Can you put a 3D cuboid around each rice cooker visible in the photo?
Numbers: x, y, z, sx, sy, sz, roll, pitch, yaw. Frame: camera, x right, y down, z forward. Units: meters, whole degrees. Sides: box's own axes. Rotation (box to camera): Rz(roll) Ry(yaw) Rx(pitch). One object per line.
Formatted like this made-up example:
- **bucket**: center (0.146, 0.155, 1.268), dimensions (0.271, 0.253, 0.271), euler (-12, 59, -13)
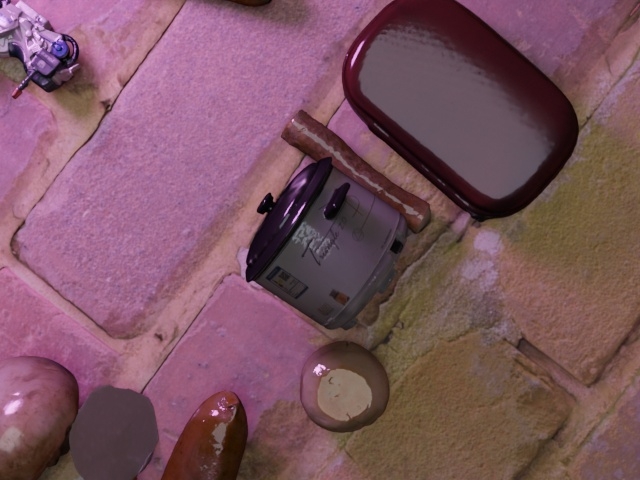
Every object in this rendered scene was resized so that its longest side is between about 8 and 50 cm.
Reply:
- **rice cooker**: center (0.000, 0.000, 1.350), dimensions (0.227, 0.280, 0.241), euler (34, 59, -7)

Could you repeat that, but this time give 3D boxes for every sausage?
- **sausage**: center (-0.232, 0.488, 1.423), dimensions (0.123, 0.136, 0.501), euler (17, 89, -25)

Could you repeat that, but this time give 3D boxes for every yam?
- **yam**: center (0.063, -0.114, 1.438), dimensions (0.299, 0.066, 0.066), euler (37, 92, 0)

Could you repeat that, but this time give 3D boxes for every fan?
- **fan**: center (-0.353, 0.399, 1.401), dimensions (0.010, 0.182, 0.310), euler (-9, 69, 40)

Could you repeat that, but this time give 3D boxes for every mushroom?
- **mushroom**: center (-0.514, 0.309, 1.397), dimensions (0.255, 0.184, 0.255), euler (-14, 59, 24)

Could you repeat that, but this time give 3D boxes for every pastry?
- **pastry**: center (0.039, 0.251, 1.431), dimensions (0.156, 0.092, 0.156), euler (0, 84, -2)

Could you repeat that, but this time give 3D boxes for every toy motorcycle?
- **toy motorcycle**: center (-0.524, -0.331, 1.436), dimensions (0.221, 0.102, 0.150), euler (36, 80, 1)

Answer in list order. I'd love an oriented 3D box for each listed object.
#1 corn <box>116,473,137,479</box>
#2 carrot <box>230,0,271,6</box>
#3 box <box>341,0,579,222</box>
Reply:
- **corn**: center (-0.397, 0.490, 1.455), dimensions (0.080, 0.080, 0.238), euler (32, 88, 1)
- **carrot**: center (-0.223, -0.451, 1.440), dimensions (0.298, 0.078, 0.078), euler (6, 91, 6)
- **box**: center (0.231, -0.229, 1.405), dimensions (0.404, 0.108, 0.263), euler (42, 92, 1)
